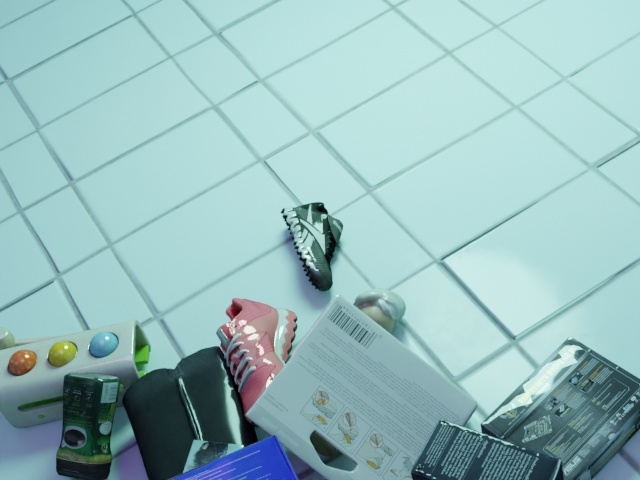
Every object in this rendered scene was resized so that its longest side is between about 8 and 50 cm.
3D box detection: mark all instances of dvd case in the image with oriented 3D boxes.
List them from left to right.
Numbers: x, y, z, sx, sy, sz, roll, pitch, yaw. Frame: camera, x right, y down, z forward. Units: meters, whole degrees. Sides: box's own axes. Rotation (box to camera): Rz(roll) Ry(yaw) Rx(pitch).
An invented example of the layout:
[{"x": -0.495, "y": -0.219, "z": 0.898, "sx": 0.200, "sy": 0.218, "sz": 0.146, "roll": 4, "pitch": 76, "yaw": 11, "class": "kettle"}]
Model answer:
[{"x": -0.175, "y": 0.371, "z": 1.814, "sx": 0.087, "sy": 0.013, "sz": 0.119, "roll": 5, "pitch": 47, "yaw": 12, "class": "dvd case"}]

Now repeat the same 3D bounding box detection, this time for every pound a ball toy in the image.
[{"x": -0.487, "y": 0.214, "z": 2.153, "sx": 0.319, "sy": 0.136, "sz": 0.208, "roll": -12, "pitch": 46, "yaw": 6, "class": "pound a ball toy"}]

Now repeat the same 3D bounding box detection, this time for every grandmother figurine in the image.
[{"x": 0.043, "y": 0.215, "z": 2.010, "sx": 0.207, "sy": 0.104, "sz": 0.342, "roll": 13, "pitch": 50, "yaw": 32, "class": "grandmother figurine"}]

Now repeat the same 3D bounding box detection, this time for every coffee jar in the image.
[{"x": -0.407, "y": 0.326, "z": 2.007, "sx": 0.096, "sy": 0.079, "sz": 0.184, "roll": 5, "pitch": 88, "yaw": 24, "class": "coffee jar"}]

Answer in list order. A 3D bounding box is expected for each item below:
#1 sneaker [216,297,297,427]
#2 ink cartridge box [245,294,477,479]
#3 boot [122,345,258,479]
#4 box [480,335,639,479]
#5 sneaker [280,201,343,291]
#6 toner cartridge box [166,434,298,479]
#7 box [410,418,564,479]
[{"x": -0.126, "y": 0.207, "z": 1.995, "sx": 0.136, "sy": 0.116, "sz": 0.314, "roll": 27, "pitch": 25, "yaw": -14, "class": "sneaker"}, {"x": 0.064, "y": 0.277, "z": 1.855, "sx": 0.296, "sy": 0.066, "sz": 0.261, "roll": 38, "pitch": 67, "yaw": 2, "class": "ink cartridge box"}, {"x": -0.266, "y": 0.407, "z": 1.885, "sx": 0.367, "sy": 0.146, "sz": 0.445, "roll": -14, "pitch": 49, "yaw": -10, "class": "boot"}, {"x": 0.402, "y": 0.284, "z": 1.853, "sx": 0.231, "sy": 0.056, "sz": 0.183, "roll": -40, "pitch": 48, "yaw": -20, "class": "box"}, {"x": 0.000, "y": 0.000, "z": 2.236, "sx": 0.106, "sy": 0.078, "sz": 0.234, "roll": -23, "pitch": 43, "yaw": 0, "class": "sneaker"}, {"x": -0.190, "y": 0.435, "z": 1.697, "sx": 0.347, "sy": 0.075, "sz": 0.165, "roll": -20, "pitch": 57, "yaw": -15, "class": "toner cartridge box"}, {"x": 0.259, "y": 0.382, "z": 1.741, "sx": 0.207, "sy": 0.153, "sz": 0.108, "roll": 16, "pitch": 54, "yaw": 28, "class": "box"}]
